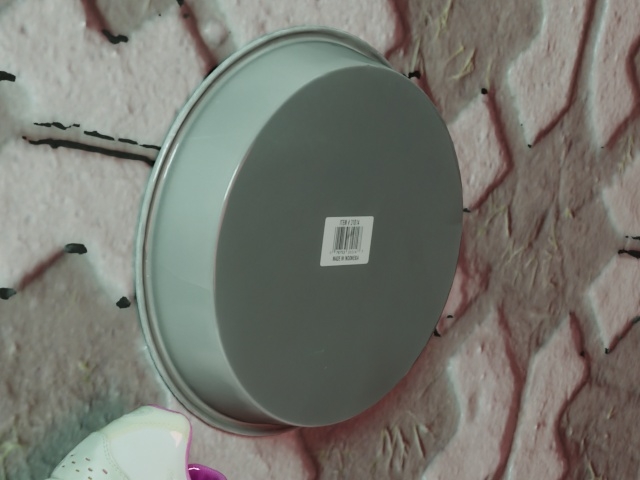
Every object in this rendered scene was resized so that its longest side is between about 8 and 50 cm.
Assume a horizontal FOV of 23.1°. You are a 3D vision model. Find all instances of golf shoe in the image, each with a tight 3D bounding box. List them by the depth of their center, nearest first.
[{"bbox_3d":[-0.081,0.235,1.022,0.140,0.115,0.306,-51,134,-30],"label":"golf shoe"}]

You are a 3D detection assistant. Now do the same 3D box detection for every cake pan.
[{"bbox_3d":[0.000,0.000,1.085,0.293,0.054,0.293,-15,111,-44],"label":"cake pan"}]
